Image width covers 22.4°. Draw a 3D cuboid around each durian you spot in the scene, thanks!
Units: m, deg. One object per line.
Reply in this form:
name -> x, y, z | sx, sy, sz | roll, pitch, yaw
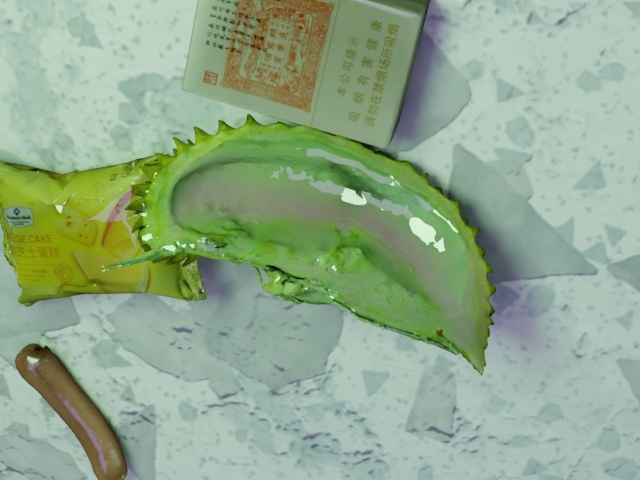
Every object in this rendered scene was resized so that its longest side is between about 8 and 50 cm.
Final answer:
durian -> -0.004, -0.005, 1.476 | 0.355, 0.169, 0.157 | 16, 117, -4

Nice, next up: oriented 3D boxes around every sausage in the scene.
sausage -> -0.260, 0.183, 1.705 | 0.040, 0.047, 0.177 | -26, 106, 27

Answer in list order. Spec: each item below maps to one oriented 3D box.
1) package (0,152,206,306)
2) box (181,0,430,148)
package -> -0.223, -0.011, 1.571 | 0.226, 0.090, 0.168 | -5, 113, 18
box -> -0.014, -0.177, 1.455 | 0.201, 0.058, 0.141 | 18, 119, 5
